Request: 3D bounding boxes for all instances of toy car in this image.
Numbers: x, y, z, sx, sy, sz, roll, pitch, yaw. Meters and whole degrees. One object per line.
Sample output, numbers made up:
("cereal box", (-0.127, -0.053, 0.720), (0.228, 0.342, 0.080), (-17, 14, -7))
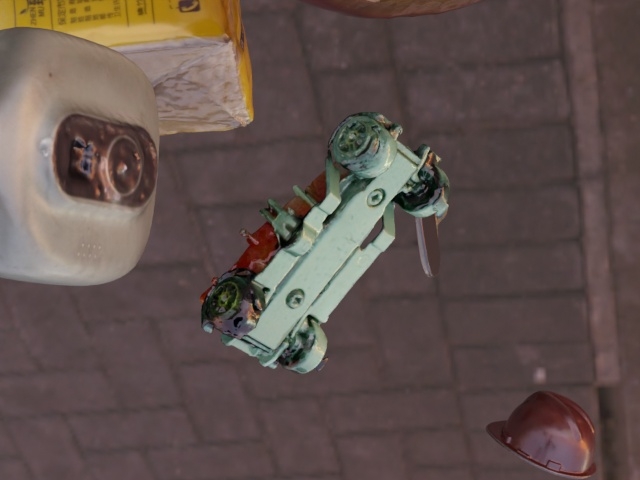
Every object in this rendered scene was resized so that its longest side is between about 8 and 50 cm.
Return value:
("toy car", (0.000, 0.000, 0.767), (0.073, 0.054, 0.143), (32, 98, -44))

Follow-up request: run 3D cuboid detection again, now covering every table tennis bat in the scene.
("table tennis bat", (0.141, -0.030, 1.915), (0.022, 0.246, 0.138), (-6, 98, 10))

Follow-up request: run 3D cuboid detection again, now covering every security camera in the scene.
("security camera", (-0.191, -0.053, 0.805), (0.080, 0.157, 0.301), (3, 177, 30))

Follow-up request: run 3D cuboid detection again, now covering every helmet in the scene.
("helmet", (0.217, 0.174, 1.417), (0.111, 0.089, 0.057), (28, 113, 32))

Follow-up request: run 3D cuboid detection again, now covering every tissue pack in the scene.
("tissue pack", (-0.234, -0.306, 1.594), (0.293, 0.381, 0.228), (-7, 156, -1))

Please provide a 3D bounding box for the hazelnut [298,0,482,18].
("hazelnut", (0.067, -0.357, 1.104), (0.409, 0.359, 0.359), (-12, 148, -35))
